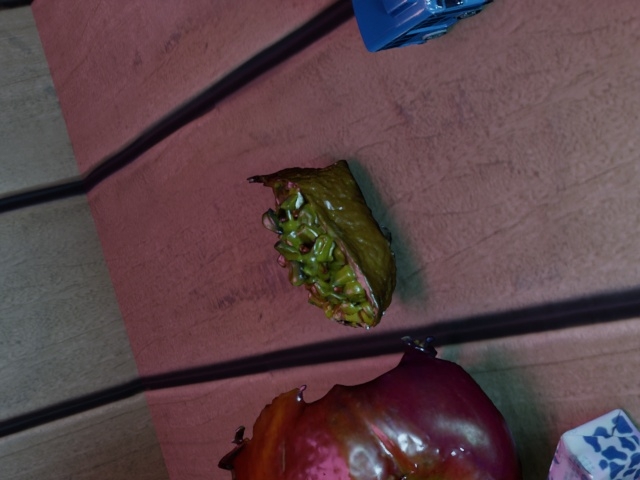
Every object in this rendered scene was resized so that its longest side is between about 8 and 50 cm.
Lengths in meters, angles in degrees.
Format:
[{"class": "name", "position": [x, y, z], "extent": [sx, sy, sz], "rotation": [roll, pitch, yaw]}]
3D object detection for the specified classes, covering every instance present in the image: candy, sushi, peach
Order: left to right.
[{"class": "sushi", "position": [0.002, 0.002, 2.145], "extent": [0.167, 0.179, 0.296], "rotation": [117, 133, -64]}, {"class": "peach", "position": [0.061, 0.309, 2.011], "extent": [0.416, 0.339, 0.353], "rotation": [-158, 56, -66]}, {"class": "candy", "position": [0.306, 0.275, 1.762], "extent": [0.073, 0.092, 0.160], "rotation": [52, 150, 36]}]

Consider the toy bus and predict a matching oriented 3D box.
[{"class": "toy bus", "position": [0.116, -0.285, 1.806], "extent": [0.185, 0.106, 0.090], "rotation": [-23, 81, 66]}]
